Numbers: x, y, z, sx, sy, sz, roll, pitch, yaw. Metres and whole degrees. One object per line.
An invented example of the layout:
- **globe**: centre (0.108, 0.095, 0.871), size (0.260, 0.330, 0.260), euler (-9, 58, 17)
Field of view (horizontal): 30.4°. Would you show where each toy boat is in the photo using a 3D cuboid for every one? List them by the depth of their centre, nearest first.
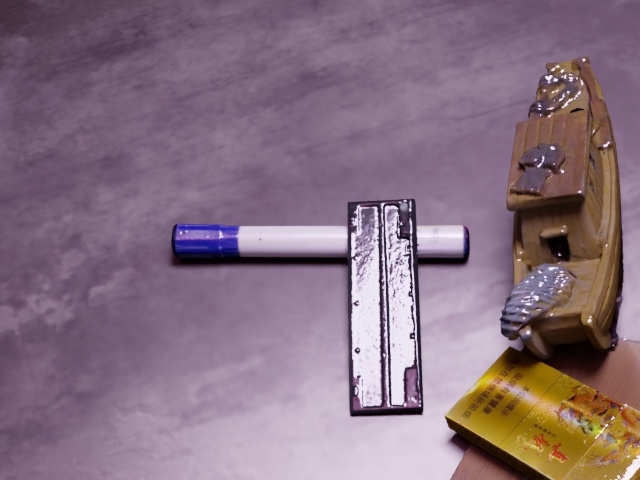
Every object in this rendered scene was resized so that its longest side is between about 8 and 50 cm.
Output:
- **toy boat**: centre (0.207, -0.043, 1.010), size (0.089, 0.121, 0.321), euler (-10, 46, 26)

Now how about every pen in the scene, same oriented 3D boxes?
- **pen**: centre (0.000, 0.000, 1.065), size (0.269, 0.033, 0.033), euler (0, 53, 6)

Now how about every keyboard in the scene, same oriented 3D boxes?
- **keyboard**: centre (0.055, 0.053, 1.010), size (0.063, 0.010, 0.198), euler (-3, 64, 7)

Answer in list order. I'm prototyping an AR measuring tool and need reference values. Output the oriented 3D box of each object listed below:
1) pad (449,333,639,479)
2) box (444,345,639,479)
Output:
- **pad**: centre (0.231, 0.194, 0.859), size (0.284, 0.018, 0.286), euler (13, 54, 34)
- **box**: centre (0.181, 0.145, 0.905), size (0.089, 0.022, 0.156), euler (-43, 45, -19)
